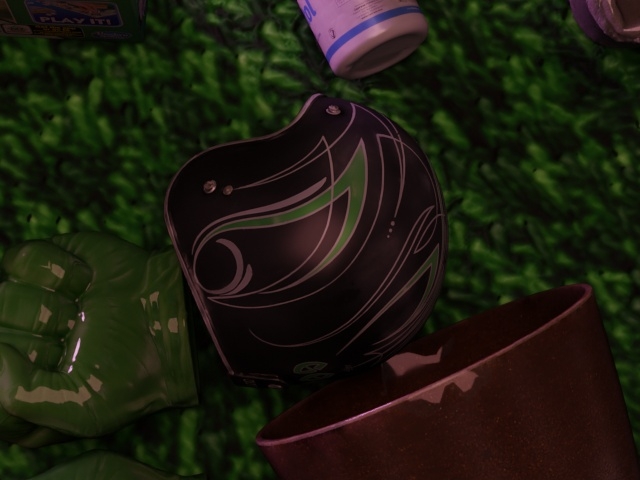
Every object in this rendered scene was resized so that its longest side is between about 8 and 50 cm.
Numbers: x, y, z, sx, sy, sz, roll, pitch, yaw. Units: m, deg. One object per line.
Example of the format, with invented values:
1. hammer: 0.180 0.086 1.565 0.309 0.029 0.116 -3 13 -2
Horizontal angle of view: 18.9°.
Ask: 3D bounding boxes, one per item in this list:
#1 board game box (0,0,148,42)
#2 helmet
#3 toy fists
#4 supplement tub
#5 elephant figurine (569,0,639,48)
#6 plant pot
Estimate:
1. board game box: -0.275 -0.184 1.188 0.317 0.213 0.046 3 77 2
2. helmet: 0.000 0.000 1.173 0.161 0.169 0.169 -22 78 1
3. toy fists: -0.142 0.129 1.176 0.142 0.096 0.279 -7 79 0
4. supplement tub: 0.019 -0.166 1.254 0.071 0.071 0.107 -26 77 -5
5. elephant figurine: 0.223 -0.179 1.218 0.239 0.169 0.186 28 56 5
6. plant pot: 0.107 0.173 1.125 0.215 0.215 0.230 -25 93 -5
